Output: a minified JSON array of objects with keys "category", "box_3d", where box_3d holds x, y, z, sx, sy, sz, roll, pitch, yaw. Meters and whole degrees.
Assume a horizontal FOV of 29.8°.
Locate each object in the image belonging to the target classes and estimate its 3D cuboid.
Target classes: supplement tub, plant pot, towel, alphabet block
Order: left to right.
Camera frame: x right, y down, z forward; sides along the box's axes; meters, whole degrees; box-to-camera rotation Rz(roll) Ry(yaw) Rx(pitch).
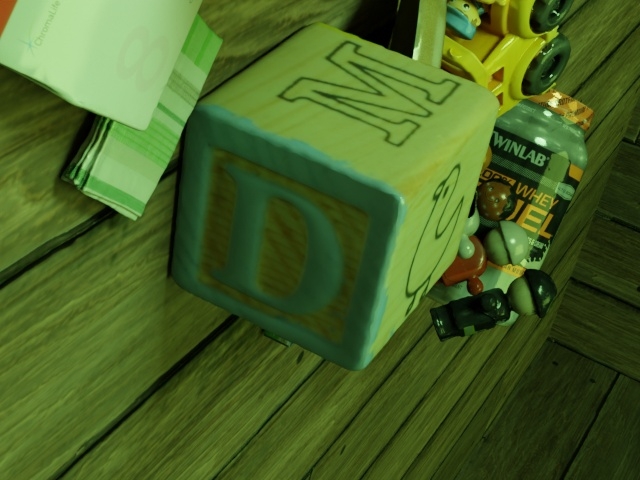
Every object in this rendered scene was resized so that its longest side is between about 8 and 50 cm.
[{"category":"towel","box_3d":[-0.123,-0.094,0.849,0.152,0.023,0.113,-66,165,-5]},{"category":"alphabet block","box_3d":[0.011,-0.043,1.013,0.197,0.193,0.192,-45,155,-47]},{"category":"plant pot","box_3d":[0.088,-0.158,1.175,0.236,0.032,0.236,-172,-90,-86]},{"category":"supplement tub","box_3d":[0.237,-0.059,1.632,0.315,0.194,0.193,-67,162,5]}]

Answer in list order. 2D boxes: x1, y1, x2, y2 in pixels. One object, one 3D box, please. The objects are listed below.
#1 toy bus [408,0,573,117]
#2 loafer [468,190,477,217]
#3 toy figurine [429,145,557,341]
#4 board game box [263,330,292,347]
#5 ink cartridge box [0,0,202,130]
[{"category":"toy bus","box_3d":[0.156,-0.216,1.318,0.211,0.149,0.220,-41,152,-19]},{"category":"loafer","box_3d":[0.133,-0.053,1.237,0.080,0.078,0.220,41,60,-43]},{"category":"toy figurine","box_3d":[0.177,-0.008,1.425,0.213,0.148,0.209,-96,167,-65]},{"category":"board game box","box_3d":[0.000,0.000,1.294,0.136,0.035,0.201,-44,153,-49]},{"category":"ink cartridge box","box_3d":[-0.128,-0.174,0.671,0.189,0.066,0.232,-65,167,2]}]
